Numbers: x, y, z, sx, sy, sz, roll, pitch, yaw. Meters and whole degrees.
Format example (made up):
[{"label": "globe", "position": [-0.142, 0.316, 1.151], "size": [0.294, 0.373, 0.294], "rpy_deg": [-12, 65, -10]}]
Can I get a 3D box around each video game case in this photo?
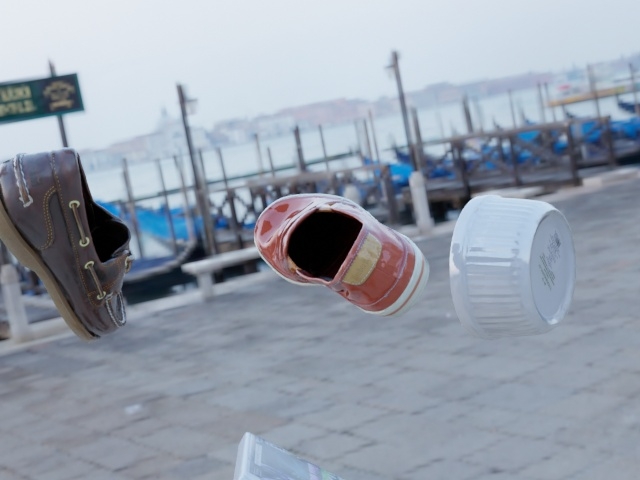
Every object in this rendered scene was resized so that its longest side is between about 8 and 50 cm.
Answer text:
[{"label": "video game case", "position": [0.009, 0.222, 0.873], "size": [0.173, 0.022, 0.190], "rpy_deg": [27, -2, -2]}]

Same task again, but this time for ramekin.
[{"label": "ramekin", "position": [0.274, 0.038, 1.449], "size": [0.109, 0.207, 0.207], "rpy_deg": [-1, 11, 36]}]

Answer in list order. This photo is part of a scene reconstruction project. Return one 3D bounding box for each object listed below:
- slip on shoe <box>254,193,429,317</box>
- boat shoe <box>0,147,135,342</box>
[{"label": "slip on shoe", "position": [0.000, 0.000, 1.206], "size": [0.101, 0.123, 0.331], "rpy_deg": [30, -2, -29]}, {"label": "boat shoe", "position": [-0.171, 0.009, 0.749], "size": [0.073, 0.073, 0.207], "rpy_deg": [-21, -29, -4]}]
